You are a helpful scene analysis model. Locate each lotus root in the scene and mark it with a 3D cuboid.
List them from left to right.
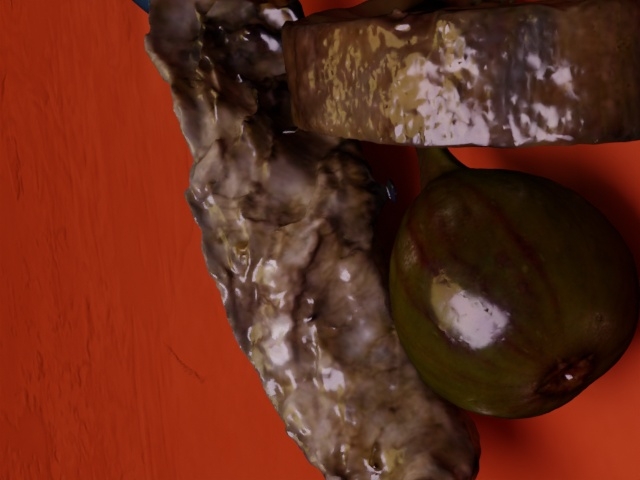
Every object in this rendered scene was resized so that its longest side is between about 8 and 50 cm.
[{"bbox_3d":[0.067,-0.088,0.817,0.260,0.170,0.074,11,109,51],"label":"lotus root"}]

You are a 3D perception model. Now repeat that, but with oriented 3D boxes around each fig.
[{"bbox_3d":[0.083,-0.013,0.862,0.236,0.124,0.124,-109,31,-44],"label":"fig"}]

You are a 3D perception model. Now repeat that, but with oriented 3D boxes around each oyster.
[{"bbox_3d":[0.011,0.018,0.961,0.396,0.111,0.204,69,-170,20],"label":"oyster"}]

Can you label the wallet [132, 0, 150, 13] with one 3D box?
[{"bbox_3d":[-0.144,-0.255,1.200,0.202,0.059,0.141,41,127,47],"label":"wallet"}]
